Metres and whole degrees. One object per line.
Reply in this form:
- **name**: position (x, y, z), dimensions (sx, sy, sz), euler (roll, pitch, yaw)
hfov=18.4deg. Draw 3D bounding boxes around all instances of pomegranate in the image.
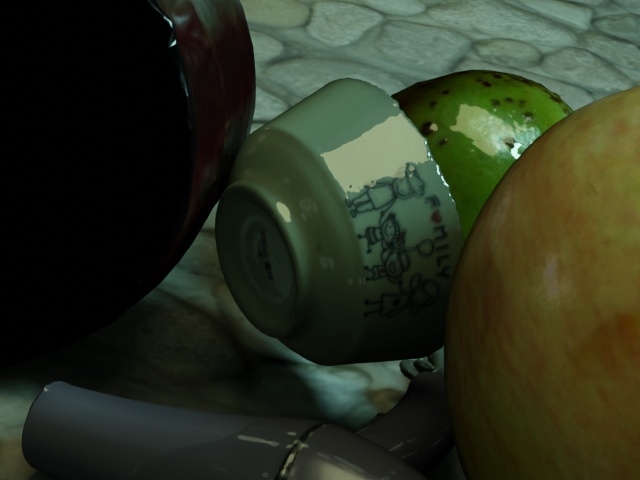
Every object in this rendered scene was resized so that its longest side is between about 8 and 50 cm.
- **pomegranate**: position (0.127, -0.008, 1.547), dimensions (0.231, 0.231, 0.286), euler (1, 42, -19)

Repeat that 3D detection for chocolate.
- **chocolate**: position (-0.227, -0.127, 1.491), dimensions (0.383, 0.384, 0.331), euler (13, 22, 3)

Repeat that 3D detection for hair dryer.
- **hair dryer**: position (0.003, 0.137, 1.381), dimensions (0.301, 0.121, 0.361), euler (16, 19, 26)

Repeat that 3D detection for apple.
- **apple**: position (0.266, 0.084, 1.259), dimensions (0.391, 0.391, 0.346), euler (6, 48, -10)

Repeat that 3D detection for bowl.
- **bowl**: position (0.000, 0.000, 1.402), dimensions (0.112, 0.211, 0.211), euler (-20, 41, -31)
